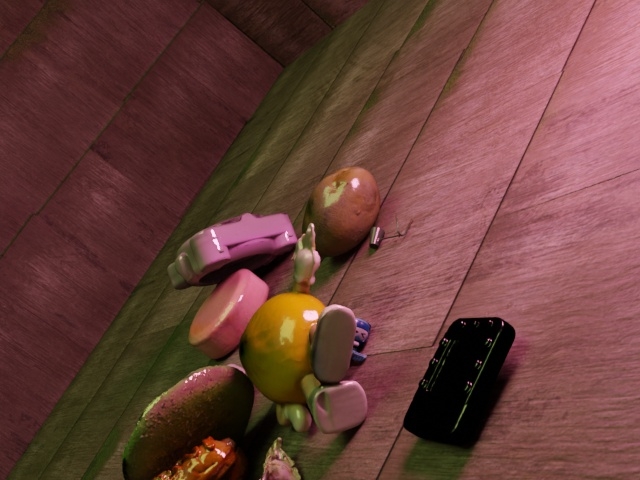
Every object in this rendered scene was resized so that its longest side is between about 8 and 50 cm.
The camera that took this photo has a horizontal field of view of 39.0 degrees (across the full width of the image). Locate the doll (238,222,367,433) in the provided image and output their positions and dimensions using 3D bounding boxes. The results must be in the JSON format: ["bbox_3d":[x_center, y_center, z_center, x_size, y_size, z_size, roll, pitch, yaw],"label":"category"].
[{"bbox_3d":[-0.035,0.182,1.622,0.423,0.161,0.348,-114,38,-52],"label":"doll"}]

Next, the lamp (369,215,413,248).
[{"bbox_3d":[0.139,-0.012,1.892,0.121,0.041,0.054,-33,33,52],"label":"lamp"}]

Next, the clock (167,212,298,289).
[{"bbox_3d":[-0.247,0.035,2.407,0.295,0.113,0.322,-13,-13,-35],"label":"clock"}]

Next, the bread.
[{"bbox_3d":[-0.245,0.366,1.719,0.045,0.301,0.301,36,87,36],"label":"bread"}]

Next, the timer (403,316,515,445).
[{"bbox_3d":[0.201,0.197,1.278,0.187,0.055,0.144,-61,17,-17],"label":"timer"}]

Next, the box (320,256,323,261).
[{"bbox_3d":[0.000,0.000,2.176,0.084,0.060,0.063,-50,9,6],"label":"box"}]

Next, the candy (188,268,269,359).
[{"bbox_3d":[-0.236,0.184,2.324,0.255,0.094,0.255,-45,18,19],"label":"candy"}]

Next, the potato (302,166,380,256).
[{"bbox_3d":[0.043,-0.061,2.036,0.235,0.160,0.178,-50,-6,36],"label":"potato"}]

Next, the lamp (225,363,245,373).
[{"bbox_3d":[-0.242,0.362,1.919,0.246,0.108,0.179,-61,7,-36],"label":"lamp"}]

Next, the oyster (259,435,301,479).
[{"bbox_3d":[-0.069,0.413,1.501,0.061,0.106,0.200,-60,-7,19],"label":"oyster"}]

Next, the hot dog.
[{"bbox_3d":[-0.278,0.501,1.669,0.117,0.158,0.349,38,88,31],"label":"hot dog"}]

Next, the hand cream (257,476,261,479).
[{"bbox_3d":[-0.127,0.488,1.517,0.087,0.054,0.186,-33,31,54],"label":"hand cream"}]

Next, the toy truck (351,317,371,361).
[{"bbox_3d":[0.059,0.188,1.657,0.073,0.056,0.090,-49,29,33],"label":"toy truck"}]
